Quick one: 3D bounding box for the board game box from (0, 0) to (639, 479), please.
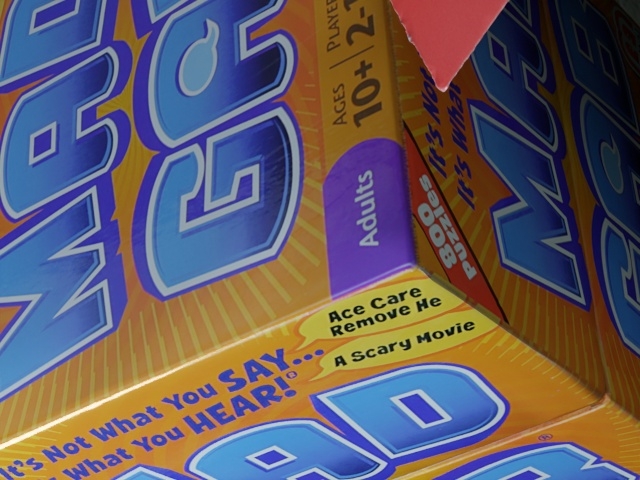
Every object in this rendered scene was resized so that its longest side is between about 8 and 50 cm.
[{"bbox_3d":[0.000,0.000,1.039,0.356,0.356,0.356,34,-139,-44],"label":"board game box"}]

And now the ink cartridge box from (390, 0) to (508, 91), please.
[{"bbox_3d":[0.069,-0.210,0.754,0.056,0.225,0.181,18,-147,-33],"label":"ink cartridge box"}]
